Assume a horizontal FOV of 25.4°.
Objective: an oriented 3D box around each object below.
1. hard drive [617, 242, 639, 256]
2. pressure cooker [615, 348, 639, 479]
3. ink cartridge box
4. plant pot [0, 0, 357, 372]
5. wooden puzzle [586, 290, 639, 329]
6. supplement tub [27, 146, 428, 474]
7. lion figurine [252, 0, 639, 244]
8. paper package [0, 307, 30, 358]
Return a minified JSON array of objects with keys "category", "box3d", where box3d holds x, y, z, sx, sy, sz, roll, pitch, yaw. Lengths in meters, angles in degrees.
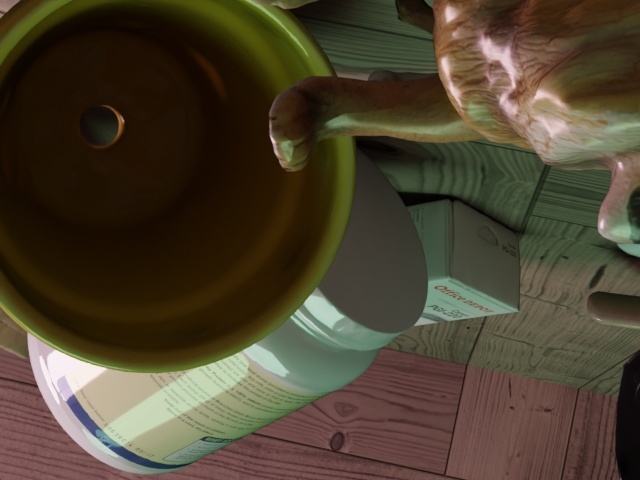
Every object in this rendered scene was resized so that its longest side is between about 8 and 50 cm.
[{"category":"hard drive","box3d":[0.429,0.001,1.145,0.233,0.047,0.353,15,171,-15]},{"category":"pressure cooker","box3d":[0.440,0.120,0.837,0.420,0.375,0.370,19,169,-18]},{"category":"ink cartridge box","box3d":[0.085,0.032,1.522,0.218,0.092,0.158,-12,158,33]},{"category":"plant pot","box3d":[-0.131,-0.063,0.961,0.254,0.254,0.239,16,-174,-21]},{"category":"wooden puzzle","box3d":[0.499,0.090,1.536,0.322,0.080,0.348,7,174,34]},{"category":"supplement tub","box3d":[-0.087,0.059,1.309,0.325,0.235,0.235,-30,146,33]},{"category":"lion figurine","box3d":[0.111,-0.099,0.650,0.240,0.142,0.392,-3,-163,13]},{"category":"paper package","box3d":[-0.404,-0.035,1.426,0.325,0.168,0.309,30,171,3]}]
